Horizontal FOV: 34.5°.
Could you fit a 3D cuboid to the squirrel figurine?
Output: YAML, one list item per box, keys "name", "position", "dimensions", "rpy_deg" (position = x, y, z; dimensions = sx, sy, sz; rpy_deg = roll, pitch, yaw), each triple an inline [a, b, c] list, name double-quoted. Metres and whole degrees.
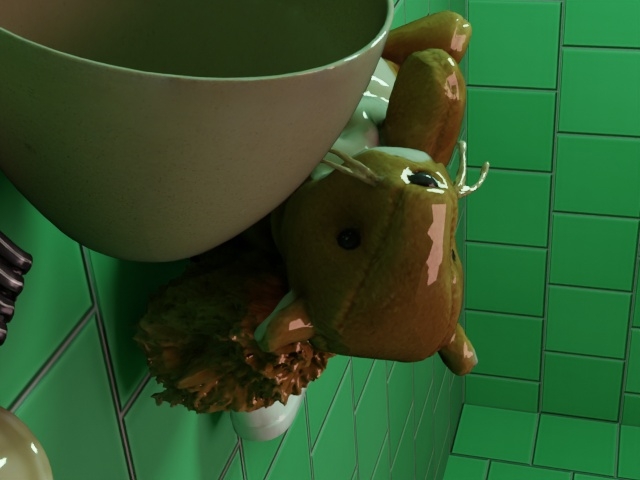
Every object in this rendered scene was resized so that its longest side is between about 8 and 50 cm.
- name: "squirrel figurine"
  position: [0.000, 0.000, 0.922]
  dimensions: [0.397, 0.281, 0.370]
  rpy_deg: [-61, -147, 30]

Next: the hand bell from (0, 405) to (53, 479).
- name: "hand bell"
  position: [-0.233, 0.132, 0.493]
  dimensions: [0.242, 0.126, 0.126]
  rpy_deg: [55, 43, -76]

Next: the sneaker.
- name: "sneaker"
  position: [-0.041, 0.099, 1.251]
  dimensions: [0.290, 0.106, 0.123]
  rpy_deg: [-69, 153, -52]

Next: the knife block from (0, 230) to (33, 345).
- name: "knife block"
  position: [-0.269, -0.006, 0.489]
  dimensions: [0.276, 0.242, 0.088]
  rpy_deg: [25, 61, -25]

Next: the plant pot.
- name: "plant pot"
  position: [-0.109, -0.098, 0.688]
  dimensions: [0.284, 0.284, 0.190]
  rpy_deg: [-63, 169, -52]
